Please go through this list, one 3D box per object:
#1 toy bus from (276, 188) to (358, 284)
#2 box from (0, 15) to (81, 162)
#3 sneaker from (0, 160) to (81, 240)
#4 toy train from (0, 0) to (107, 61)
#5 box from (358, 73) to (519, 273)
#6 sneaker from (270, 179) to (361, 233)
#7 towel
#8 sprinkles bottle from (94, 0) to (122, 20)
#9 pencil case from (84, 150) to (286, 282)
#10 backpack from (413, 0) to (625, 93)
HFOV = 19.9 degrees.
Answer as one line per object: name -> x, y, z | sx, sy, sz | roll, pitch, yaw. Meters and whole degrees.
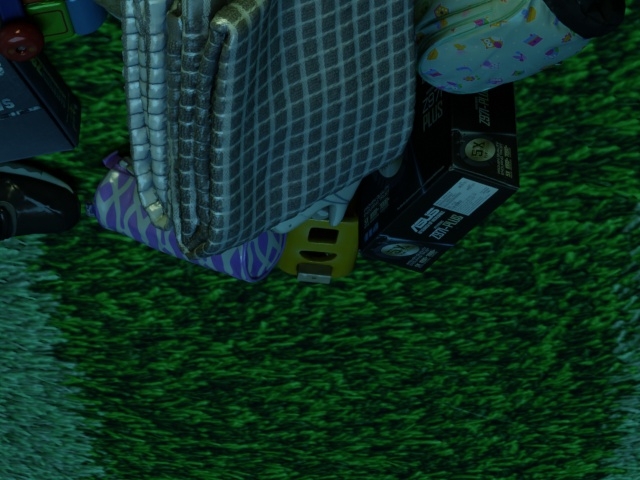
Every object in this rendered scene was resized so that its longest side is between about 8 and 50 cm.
toy bus -> -0.004, -0.007, 1.935 | 0.191, 0.104, 0.202 | -22, 140, 33
box -> -0.375, -0.141, 1.784 | 0.233, 0.059, 0.183 | -9, 147, 15
sneaker -> -0.397, -0.014, 1.923 | 0.283, 0.124, 0.107 | 5, 148, -6
toy train -> -0.228, -0.266, 1.552 | 0.143, 0.105, 0.248 | -10, 147, -1
box -> 0.112, -0.077, 1.780 | 0.078, 0.147, 0.180 | 17, 145, -23
sneaker -> -0.052, -0.066, 1.720 | 0.297, 0.129, 0.111 | 1, -164, -46
towel -> -0.032, -0.139, 1.481 | 0.235, 0.121, 0.283 | -28, 142, -28
sprinkles bottle -> -0.118, -0.220, 1.523 | 0.121, 0.121, 0.355 | -16, 157, 26
pencil case -> -0.134, -0.027, 1.869 | 0.206, 0.086, 0.088 | 20, 127, 23
backpack -> 0.159, -0.206, 1.608 | 0.182, 0.115, 0.152 | -18, 145, 32
